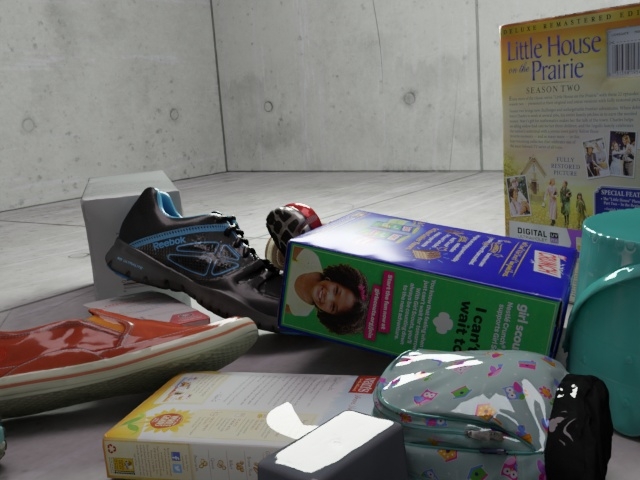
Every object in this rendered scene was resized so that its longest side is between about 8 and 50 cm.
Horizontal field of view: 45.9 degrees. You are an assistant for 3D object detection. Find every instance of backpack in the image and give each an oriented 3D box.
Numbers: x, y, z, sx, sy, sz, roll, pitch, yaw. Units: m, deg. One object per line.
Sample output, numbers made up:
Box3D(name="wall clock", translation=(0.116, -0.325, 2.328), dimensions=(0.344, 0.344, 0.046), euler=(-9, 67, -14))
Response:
Box3D(name="backpack", translation=(0.132, 0.153, 0.607), dimensions=(0.182, 0.115, 0.152), euler=(-1, 13, 28))

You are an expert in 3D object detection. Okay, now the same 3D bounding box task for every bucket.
Box3D(name="bucket", translation=(0.384, 0.071, 0.750), dimensions=(0.281, 0.183, 0.281), euler=(-4, 11, 1))

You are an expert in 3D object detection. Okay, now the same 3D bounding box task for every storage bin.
Box3D(name="storage bin", translation=(0.007, 0.185, 0.548), dimensions=(0.098, 0.091, 0.135), euler=(5, 13, 39))

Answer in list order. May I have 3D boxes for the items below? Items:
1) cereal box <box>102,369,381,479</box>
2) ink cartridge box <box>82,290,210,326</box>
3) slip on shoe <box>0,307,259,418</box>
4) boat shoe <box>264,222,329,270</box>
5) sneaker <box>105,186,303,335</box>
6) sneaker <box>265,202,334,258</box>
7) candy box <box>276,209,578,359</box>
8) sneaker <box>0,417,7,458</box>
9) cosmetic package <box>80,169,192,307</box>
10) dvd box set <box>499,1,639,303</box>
Box3D(name="cereal box", translation=(-0.059, 0.177, 0.727), dimensions=(0.240, 0.047, 0.173), euler=(-1, 11, 16))
Box3D(name="ink cartridge box", translation=(-0.240, 0.123, 1.028), dimensions=(0.115, 0.067, 0.198), euler=(-10, 13, -32))
Box3D(name="slip on shoe", translation=(-0.234, 0.121, 0.859), dimensions=(0.331, 0.101, 0.123), euler=(-8, -24, -14))
Box3D(name="boat shoe", translation=(0.005, 0.008, 1.479), dimensions=(0.095, 0.095, 0.257), euler=(12, 18, 38))
Box3D(name="sneaker", translation=(-0.131, 0.033, 1.056), dimensions=(0.340, 0.140, 0.125), euler=(21, -4, 7))
Box3D(name="sneaker", translation=(0.000, 0.000, 1.129), dimensions=(0.118, 0.107, 0.279), euler=(-37, -20, -7))
Box3D(name="candy box", translation=(0.146, 0.059, 0.949), dimensions=(0.317, 0.122, 0.268), euler=(11, 14, 20))
Box3D(name="sneaker", translation=(-0.445, 0.176, 0.730), dimensions=(0.283, 0.110, 0.122), euler=(2, 16, 29))
Box3D(name="cosmetic package", translation=(-0.325, 0.000, 1.327), dimensions=(0.156, 0.217, 0.385), euler=(-7, 10, -15))
Box3D(name="dvd box set", translation=(0.389, -0.112, 1.083), dimensions=(0.062, 0.420, 0.307), euler=(-11, 12, -31))
